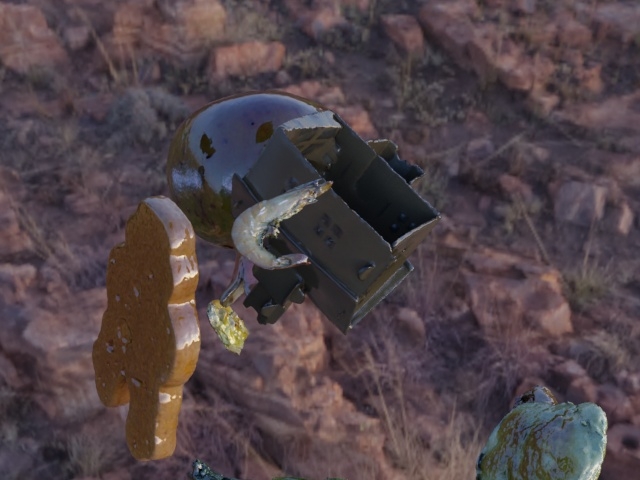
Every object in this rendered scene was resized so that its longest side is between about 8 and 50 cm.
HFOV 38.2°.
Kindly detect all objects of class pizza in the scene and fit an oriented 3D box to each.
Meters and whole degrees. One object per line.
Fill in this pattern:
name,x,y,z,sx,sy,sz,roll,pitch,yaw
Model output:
pizza,-0.165,0.157,1.699,0.035,0.160,0.099,-29,67,6

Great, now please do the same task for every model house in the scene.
model house,0.000,0.000,1.108,0.211,0.243,0.204,46,33,15

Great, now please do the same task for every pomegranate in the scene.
pomegranate,-0.072,-0.068,1.392,0.290,0.324,0.291,-18,2,1

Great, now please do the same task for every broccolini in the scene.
broccolini,-0.074,0.305,1.116,0.254,0.071,0.058,-12,44,45

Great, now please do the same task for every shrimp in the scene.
shrimp,-0.025,-0.013,0.867,0.114,0.023,0.083,-30,61,-12

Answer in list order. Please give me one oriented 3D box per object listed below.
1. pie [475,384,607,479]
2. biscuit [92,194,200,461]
pie,0.393,0.390,1.656,0.257,0.105,0.274,-49,19,-12
biscuit,-0.204,0.103,1.109,0.047,0.334,0.202,-9,38,-36
